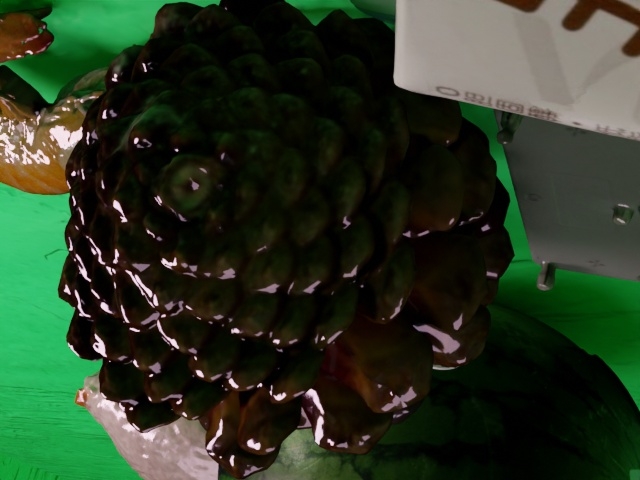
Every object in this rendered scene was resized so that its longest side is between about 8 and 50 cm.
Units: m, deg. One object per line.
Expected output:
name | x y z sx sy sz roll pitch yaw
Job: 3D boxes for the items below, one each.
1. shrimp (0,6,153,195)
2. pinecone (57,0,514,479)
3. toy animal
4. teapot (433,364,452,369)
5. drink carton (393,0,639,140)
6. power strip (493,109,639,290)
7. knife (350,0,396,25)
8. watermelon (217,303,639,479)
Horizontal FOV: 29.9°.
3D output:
shrimp | -0.163 -0.093 0.752 0.249 0.068 0.150 -14 137 37
pinecone | 0.000 0.003 0.652 0.246 0.246 0.292 2 174 31
toy animal | -0.095 0.218 1.329 0.359 0.188 0.226 19 153 -8
teapot | 0.007 0.014 0.844 0.226 0.092 0.145 20 122 5
drink carton | 0.191 -0.111 0.375 0.325 0.132 0.194 13 158 9
power strip | 0.183 -0.027 0.686 0.145 0.061 0.215 8 159 21
knife | 0.121 -0.113 0.555 0.222 0.031 0.064 8 154 10
watermelon | 0.085 0.206 0.969 0.363 0.363 0.363 13 159 5
